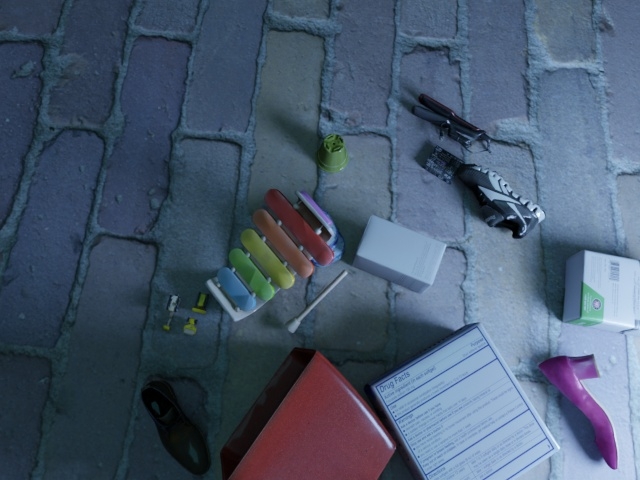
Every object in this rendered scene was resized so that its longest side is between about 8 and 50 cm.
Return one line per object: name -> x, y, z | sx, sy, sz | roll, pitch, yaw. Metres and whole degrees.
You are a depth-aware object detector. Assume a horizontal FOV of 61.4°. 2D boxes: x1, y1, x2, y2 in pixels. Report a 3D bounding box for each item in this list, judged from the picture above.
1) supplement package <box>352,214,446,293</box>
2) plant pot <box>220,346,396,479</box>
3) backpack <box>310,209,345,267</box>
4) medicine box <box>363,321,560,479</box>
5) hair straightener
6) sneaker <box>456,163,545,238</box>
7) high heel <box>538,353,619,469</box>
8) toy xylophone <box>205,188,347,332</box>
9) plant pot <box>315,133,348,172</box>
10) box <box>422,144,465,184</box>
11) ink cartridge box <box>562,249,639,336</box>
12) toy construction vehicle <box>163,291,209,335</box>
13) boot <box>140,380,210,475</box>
supplement package -> 0.174, 0.033, 1.220 | 0.179, 0.105, 0.105 | 22, 74, 4
plant pot -> -0.016, 0.386, 1.040 | 0.235, 0.267, 0.267 | 37, 75, -4
backpack -> 0.000, 0.000, 1.235 | 0.105, 0.084, 0.114 | -32, 80, -8
medicine box -> 0.275, 0.360, 1.101 | 0.263, 0.149, 0.289 | -28, 76, -10
hair straightener -> 0.327, -0.275, 1.356 | 0.230, 0.047, 0.089 | 34, 75, 3
sneaker -> 0.412, -0.089, 1.278 | 0.234, 0.078, 0.106 | 37, 74, 6
high heel -> 0.559, 0.369, 1.160 | 0.117, 0.082, 0.244 | -15, 86, 23
toy xylophone -> -0.084, 0.054, 1.169 | 0.236, 0.081, 0.323 | 41, 103, 14
plant pot -> 0.030, -0.218, 1.304 | 0.083, 0.079, 0.084 | 1, 72, -2
box -> 0.305, -0.187, 1.335 | 0.083, 0.018, 0.067 | 33, 75, 8
ink cartridge box -> 0.677, 0.125, 1.215 | 0.219, 0.093, 0.161 | 12, 74, 1
toy construction vehicle -> -0.301, 0.160, 1.206 | 0.085, 0.035, 0.098 | 14, 75, -9
boot -> -0.302, 0.383, 1.096 | 0.082, 0.106, 0.219 | -35, 77, -11
